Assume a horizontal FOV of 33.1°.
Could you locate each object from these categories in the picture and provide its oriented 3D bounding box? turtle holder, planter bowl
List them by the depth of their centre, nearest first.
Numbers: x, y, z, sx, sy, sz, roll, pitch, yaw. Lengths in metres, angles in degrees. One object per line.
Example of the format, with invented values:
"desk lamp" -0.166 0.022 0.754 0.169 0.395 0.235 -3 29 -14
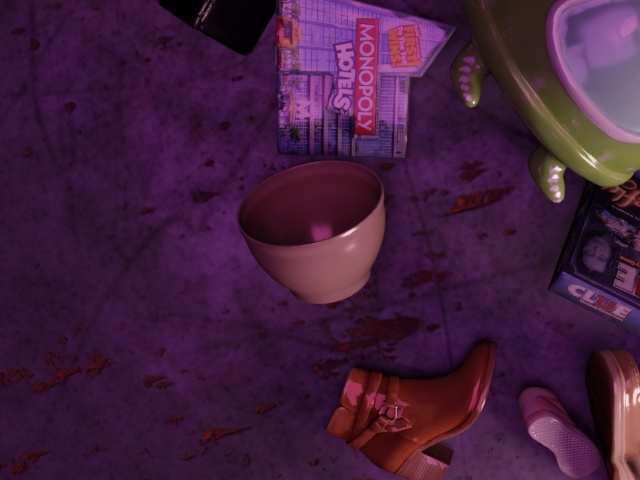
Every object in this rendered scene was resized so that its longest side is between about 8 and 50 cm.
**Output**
"turtle holder" 0.265 -0.222 1.056 0.227 0.243 0.320 -33 78 34
"planter bowl" 0.000 0.000 1.185 0.162 0.162 0.109 -11 124 8

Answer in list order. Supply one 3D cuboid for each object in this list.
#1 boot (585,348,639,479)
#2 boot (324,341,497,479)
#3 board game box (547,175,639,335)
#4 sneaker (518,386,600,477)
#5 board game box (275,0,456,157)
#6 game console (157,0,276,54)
"boot" 0.398 0.189 1.146 0.204 0.095 0.262 -16 130 9
"boot" 0.104 0.177 1.236 0.152 0.073 0.197 27 99 6
"board game box" 0.379 0.036 1.143 0.243 0.042 0.165 26 57 1
"sneaker" 0.273 0.215 1.236 0.051 0.070 0.134 -37 123 15
"board game box" 0.049 -0.186 1.183 0.194 0.060 0.194 1 101 4
"game console" -0.106 -0.290 1.211 0.107 0.071 0.122 38 102 30
